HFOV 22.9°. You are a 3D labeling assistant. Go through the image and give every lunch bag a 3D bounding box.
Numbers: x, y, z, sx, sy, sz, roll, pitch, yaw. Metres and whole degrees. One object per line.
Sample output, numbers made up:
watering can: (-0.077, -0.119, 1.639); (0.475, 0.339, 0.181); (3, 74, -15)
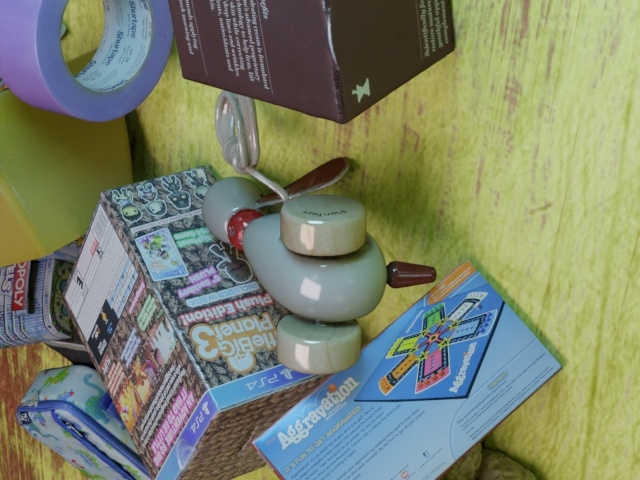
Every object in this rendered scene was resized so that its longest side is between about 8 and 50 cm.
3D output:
lunch bag: (-0.287, 0.257, 2.107); (0.219, 0.090, 0.176); (44, 149, -25)

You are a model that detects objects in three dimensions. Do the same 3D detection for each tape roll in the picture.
tape roll: (-0.248, -0.223, 1.657); (0.080, 0.189, 0.189); (17, 130, 39)

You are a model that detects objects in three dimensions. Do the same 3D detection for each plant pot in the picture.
plant pot: (-0.338, -0.084, 1.835); (0.212, 0.212, 0.187); (-13, 106, 51)

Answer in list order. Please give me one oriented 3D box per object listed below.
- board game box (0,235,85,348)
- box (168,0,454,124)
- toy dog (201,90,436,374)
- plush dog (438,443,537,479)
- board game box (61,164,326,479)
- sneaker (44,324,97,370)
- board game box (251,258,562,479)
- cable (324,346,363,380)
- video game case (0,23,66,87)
board game box: (-0.358, 0.030, 2.015); (0.194, 0.060, 0.194); (-12, 67, 41)
box: (-0.014, -0.229, 1.418); (0.203, 0.167, 0.168); (20, 131, 36)
toy dog: (0.000, 0.000, 1.598); (0.333, 0.161, 0.220); (-116, 31, -46)
plush dog: (0.078, 0.252, 1.651); (0.211, 0.225, 0.262); (-3, 116, 48)
board game box: (-0.152, 0.106, 1.788); (0.291, 0.141, 0.232); (60, 147, 21)
sneaker: (-0.252, 0.139, 2.056); (0.222, 0.083, 0.118); (14, 158, 23)
board game box: (0.085, 0.161, 1.539); (0.145, 0.281, 0.027); (49, 168, 5)
cable: (-0.048, 0.129, 1.816); (0.287, 0.072, 0.139); (-14, 97, 52)
video game case: (-0.398, -0.253, 1.862); (0.143, 0.019, 0.157); (35, 139, -25)
